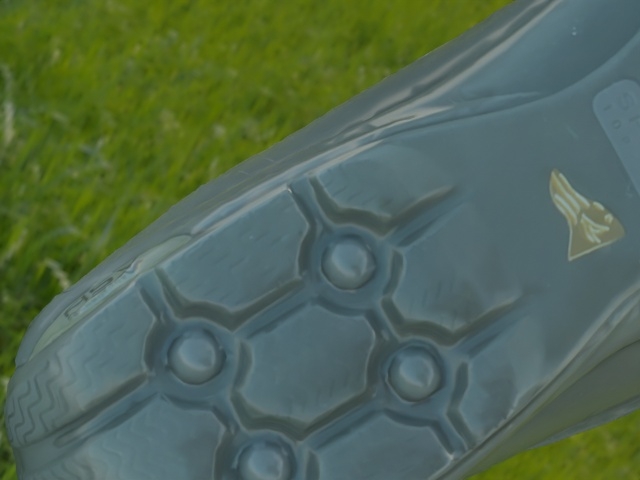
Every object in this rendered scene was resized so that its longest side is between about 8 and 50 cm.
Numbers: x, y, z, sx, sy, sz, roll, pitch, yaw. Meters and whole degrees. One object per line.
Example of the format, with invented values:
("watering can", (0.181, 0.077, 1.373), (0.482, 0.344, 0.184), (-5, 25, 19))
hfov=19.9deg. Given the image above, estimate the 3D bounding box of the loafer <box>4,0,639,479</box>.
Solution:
("loafer", (0.074, -0.018, 0.433), (0.319, 0.111, 0.112), (-24, 94, -7))
